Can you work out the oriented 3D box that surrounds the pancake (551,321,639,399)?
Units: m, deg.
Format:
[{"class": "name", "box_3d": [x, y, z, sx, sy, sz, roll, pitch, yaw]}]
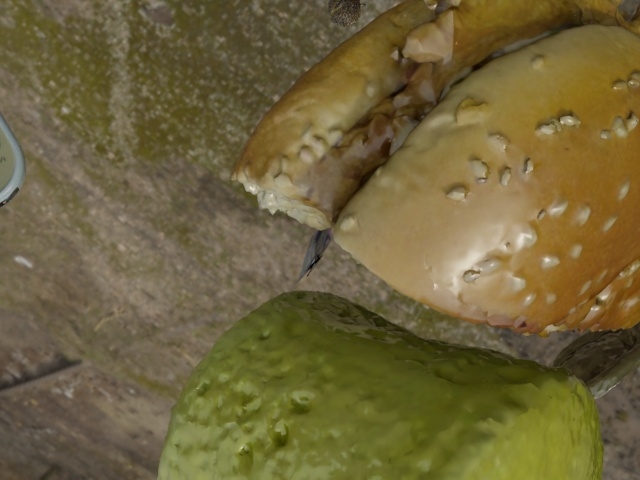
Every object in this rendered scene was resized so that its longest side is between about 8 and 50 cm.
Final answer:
[{"class": "pancake", "box_3d": [0.451, 0.198, 1.395, 0.042, 0.236, 0.222, 54, 149, -2]}]

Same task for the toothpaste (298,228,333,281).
[{"class": "toothpaste", "box_3d": [0.000, 0.000, 1.174, 0.028, 0.170, 0.045, 36, 119, -6]}]

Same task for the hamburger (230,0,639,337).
[{"class": "hamburger", "box_3d": [0.178, -0.089, 0.707, 0.445, 0.287, 0.268, 2, -154, -43]}]

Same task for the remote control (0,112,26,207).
[{"class": "remote control", "box_3d": [-0.340, -0.130, 0.733, 0.244, 0.087, 0.047, 59, 161, 4]}]

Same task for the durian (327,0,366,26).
[{"class": "durian", "box_3d": [0.058, -0.509, 1.859, 0.080, 0.091, 0.080, 169, 90, -78]}]

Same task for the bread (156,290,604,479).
[{"class": "bread", "box_3d": [0.045, 0.214, 0.720, 0.307, 0.348, 0.348, 29, 155, 31]}]
